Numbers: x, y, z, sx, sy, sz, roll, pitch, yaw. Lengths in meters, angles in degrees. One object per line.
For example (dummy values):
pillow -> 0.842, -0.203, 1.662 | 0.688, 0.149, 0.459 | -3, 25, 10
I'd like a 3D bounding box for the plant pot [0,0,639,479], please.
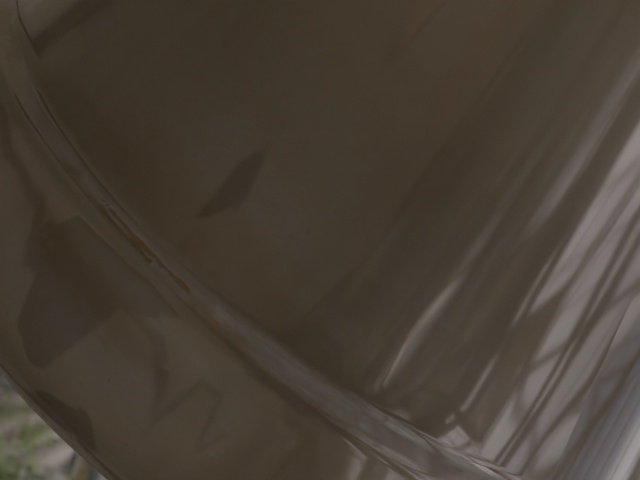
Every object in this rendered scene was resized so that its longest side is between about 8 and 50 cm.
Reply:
plant pot -> 0.058, -0.064, 0.626 | 0.280, 0.323, 0.323 | -51, -159, 21
